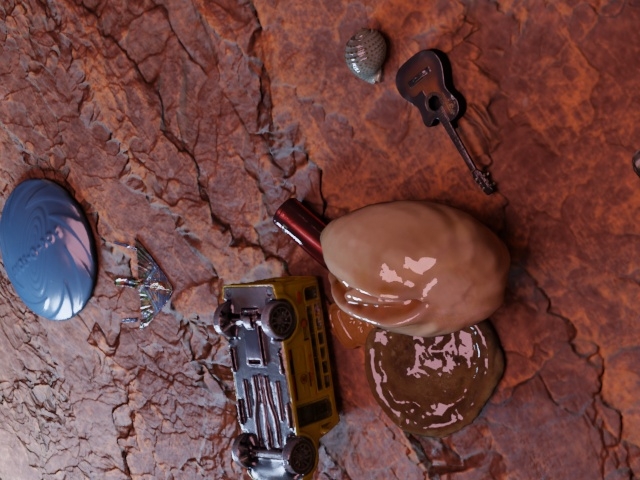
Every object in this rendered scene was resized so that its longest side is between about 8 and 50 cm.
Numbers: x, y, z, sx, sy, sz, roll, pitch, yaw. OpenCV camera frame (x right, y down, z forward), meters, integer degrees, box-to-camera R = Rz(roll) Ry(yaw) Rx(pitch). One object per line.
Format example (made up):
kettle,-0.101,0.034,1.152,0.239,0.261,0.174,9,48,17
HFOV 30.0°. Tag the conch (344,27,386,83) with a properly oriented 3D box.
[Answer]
conch,0.063,-0.275,1.783,0.076,0.056,0.085,15,110,49

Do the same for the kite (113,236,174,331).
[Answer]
kite,-0.330,0.084,2.214,0.160,0.010,0.183,7,105,38

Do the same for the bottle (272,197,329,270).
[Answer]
bottle,0.000,0.000,1.899,0.164,0.060,0.060,41,123,24

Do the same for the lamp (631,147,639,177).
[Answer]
lamp,0.479,-0.153,1.444,0.250,0.101,0.101,-41,74,30

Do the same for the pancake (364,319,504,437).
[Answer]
pancake,0.165,0.188,1.805,0.236,0.042,0.223,-22,84,32

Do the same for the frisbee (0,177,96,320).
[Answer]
frisbee,-0.552,0.022,2.354,0.289,0.049,0.290,10,107,37

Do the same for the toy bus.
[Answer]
toy bus,-0.062,0.226,1.941,0.144,0.152,0.330,-3,96,45

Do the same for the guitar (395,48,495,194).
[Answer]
guitar,0.189,-0.168,1.723,0.088,0.025,0.233,-37,78,38

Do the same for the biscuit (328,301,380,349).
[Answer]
biscuit,0.074,0.125,1.889,0.140,0.023,0.118,-46,71,36

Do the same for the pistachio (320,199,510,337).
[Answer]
pistachio,0.125,0.031,1.714,0.318,0.214,0.194,15,130,46
